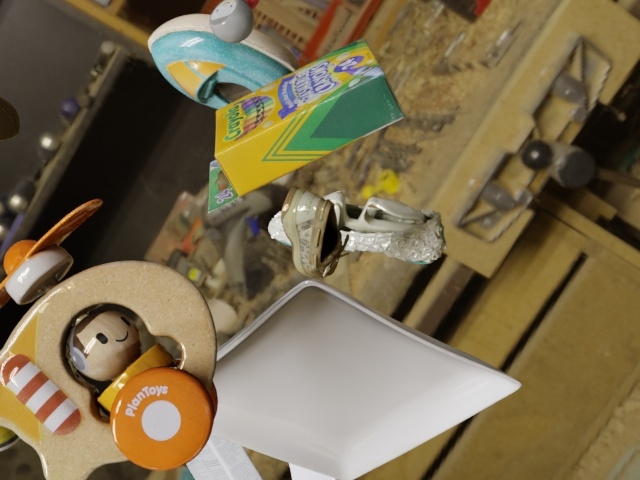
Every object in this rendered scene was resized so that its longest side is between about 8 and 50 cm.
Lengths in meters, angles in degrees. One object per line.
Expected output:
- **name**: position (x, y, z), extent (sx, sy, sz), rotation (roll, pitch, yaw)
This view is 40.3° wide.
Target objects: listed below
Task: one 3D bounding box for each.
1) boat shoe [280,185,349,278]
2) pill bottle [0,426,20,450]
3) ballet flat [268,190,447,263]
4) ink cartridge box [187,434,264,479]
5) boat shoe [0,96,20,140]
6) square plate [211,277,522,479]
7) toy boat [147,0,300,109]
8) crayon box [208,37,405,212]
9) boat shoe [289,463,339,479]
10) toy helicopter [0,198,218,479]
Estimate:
- **boat shoe**: position (0.000, 0.000, 1.645), extent (0.285, 0.089, 0.104), rotation (63, -136, -62)
- **pill bottle**: position (-0.601, 0.272, 1.549), extent (0.119, 0.119, 0.208), rotation (-86, -4, -48)
- **ballet flat**: position (0.085, -0.049, 1.965), extent (0.147, 0.409, 0.147), rotation (8, -90, -81)
- **ink cartridge box**: position (-0.238, 0.474, 1.929), extent (0.071, 0.330, 0.324), rotation (-29, -4, -26)
- **boat shoe**: position (-0.382, -0.125, 0.883), extent (0.048, 0.153, 0.056), rotation (-8, 88, 42)
- **square plate**: position (0.013, 0.185, 1.111), extent (0.344, 0.347, 0.049), rotation (-40, 36, 36)
- **toy boat**: position (-0.153, -0.309, 1.427), extent (0.318, 0.267, 0.148), rotation (118, 168, -61)
- **crayon box**: position (-0.048, -0.183, 1.339), extent (0.323, 0.083, 0.203), rotation (-26, 27, 7)
- **boat shoe**: position (0.005, 0.349, 1.408), extent (0.108, 0.102, 0.301), rotation (-34, 73, 39)
- **toy helicopter**: position (-0.268, 0.109, 0.760), extent (0.140, 0.355, 0.235), rotation (142, 112, -84)
